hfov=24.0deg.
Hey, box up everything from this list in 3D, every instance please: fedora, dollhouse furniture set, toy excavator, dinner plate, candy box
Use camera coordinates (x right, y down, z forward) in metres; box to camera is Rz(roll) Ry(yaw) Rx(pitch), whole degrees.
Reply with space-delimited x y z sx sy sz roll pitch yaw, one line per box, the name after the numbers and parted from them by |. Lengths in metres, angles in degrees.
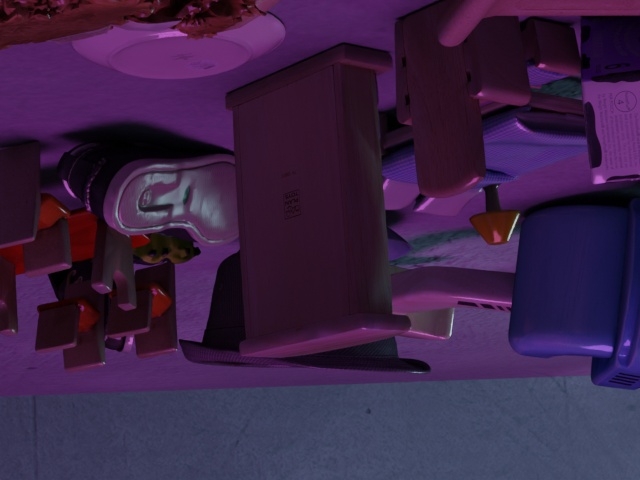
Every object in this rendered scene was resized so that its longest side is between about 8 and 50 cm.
-0.017 0.070 1.545 0.243 0.124 0.275 5 174 -31 | fedora
-0.282 0.013 1.343 0.259 0.135 0.262 -12 152 18 | dollhouse furniture set
0.257 0.057 1.690 0.445 0.222 0.433 9 170 4 | toy excavator
-0.093 -0.127 0.990 0.141 0.017 0.141 -4 171 -1 | dinner plate
0.262 -0.101 0.930 0.196 0.070 0.165 -7 -160 12 | candy box
0.123 -0.025 1.120 0.303 0.198 0.286 5 166 -40 | dollhouse furniture set

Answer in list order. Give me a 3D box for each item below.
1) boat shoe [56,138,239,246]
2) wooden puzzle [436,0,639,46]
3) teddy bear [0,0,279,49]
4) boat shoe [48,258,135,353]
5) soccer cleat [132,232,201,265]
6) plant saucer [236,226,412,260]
-0.130 -0.045 1.282 0.079 0.084 0.233 21 -173 28 | boat shoe
0.249 -0.183 0.690 0.348 0.080 0.322 -7 170 -12 | wooden puzzle
-0.133 -0.148 0.692 0.338 0.113 0.245 -10 177 -11 | teddy bear
-0.234 0.055 1.535 0.068 0.081 0.228 10 -168 -20 | boat shoe
-0.182 0.001 1.497 0.072 0.060 0.179 -9 171 17 | soccer cleat
0.000 0.000 1.619 0.195 0.037 0.195 -5 170 -1 | plant saucer
